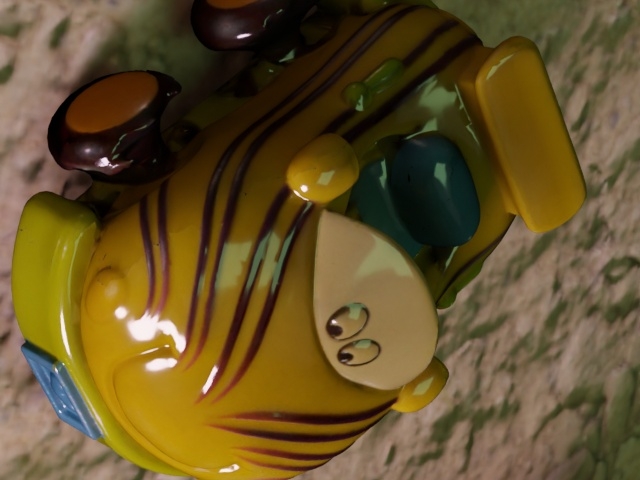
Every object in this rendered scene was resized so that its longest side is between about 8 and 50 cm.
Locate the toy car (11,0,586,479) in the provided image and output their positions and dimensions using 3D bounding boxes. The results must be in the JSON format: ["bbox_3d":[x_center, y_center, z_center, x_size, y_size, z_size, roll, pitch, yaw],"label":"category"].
[{"bbox_3d":[0.000,0.000,0.798,0.248,0.142,0.200,-45,130,-22],"label":"toy car"}]
